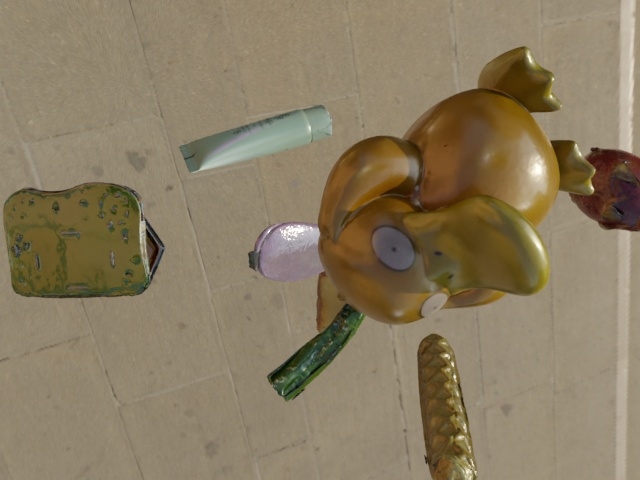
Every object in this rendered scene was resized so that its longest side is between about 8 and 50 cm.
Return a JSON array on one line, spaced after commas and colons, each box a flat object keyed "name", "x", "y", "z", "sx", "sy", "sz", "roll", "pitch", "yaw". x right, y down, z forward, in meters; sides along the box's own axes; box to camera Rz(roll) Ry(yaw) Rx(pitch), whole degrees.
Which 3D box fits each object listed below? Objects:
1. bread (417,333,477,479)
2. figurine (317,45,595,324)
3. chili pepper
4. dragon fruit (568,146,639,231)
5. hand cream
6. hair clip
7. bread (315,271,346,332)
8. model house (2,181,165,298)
[{"name": "bread", "x": 0.214, "y": 0.286, "z": 0.979, "sx": 0.077, "sy": 0.367, "sz": 0.084, "roll": -31, "pitch": 108, "yaw": 17}, {"name": "figurine", "x": 0.115, "y": -0.032, "z": 0.498, "sx": 0.215, "sy": 0.215, "sz": 0.228, "roll": 50, "pitch": 52, "yaw": -24}, {"name": "chili pepper", "x": 0.038, "y": 0.200, "z": 1.209, "sx": 0.359, "sy": 0.076, "sz": 0.085, "roll": -41, "pitch": 113, "yaw": -15}, {"name": "dragon fruit", "x": 0.444, "y": -0.096, "z": 0.912, "sx": 0.125, "sy": 0.246, "sz": 0.125, "roll": -24, "pitch": 129, "yaw": -22}, {"name": "hand cream", "x": -0.085, "y": -0.137, "z": 0.760, "sx": 0.205, "sy": 0.078, "sz": 0.050, "roll": -18, "pitch": 133, "yaw": -13}, {"name": "hair clip", "x": 0.000, "y": 0.002, "z": 1.124, "sx": 0.358, "sy": 0.110, "sz": 0.095, "roll": -24, "pitch": 70, "yaw": -44}, {"name": "bread", "x": 0.070, "y": 0.118, "z": 1.484, "sx": 0.185, "sy": 0.114, "sz": 0.275, "roll": -53, "pitch": 159, "yaw": -39}, {"name": "model house", "x": -0.423, "y": -0.005, "z": 1.067, "sx": 0.294, "sy": 0.154, "sz": 0.207, "roll": -2, "pitch": 96, "yaw": 17}]
